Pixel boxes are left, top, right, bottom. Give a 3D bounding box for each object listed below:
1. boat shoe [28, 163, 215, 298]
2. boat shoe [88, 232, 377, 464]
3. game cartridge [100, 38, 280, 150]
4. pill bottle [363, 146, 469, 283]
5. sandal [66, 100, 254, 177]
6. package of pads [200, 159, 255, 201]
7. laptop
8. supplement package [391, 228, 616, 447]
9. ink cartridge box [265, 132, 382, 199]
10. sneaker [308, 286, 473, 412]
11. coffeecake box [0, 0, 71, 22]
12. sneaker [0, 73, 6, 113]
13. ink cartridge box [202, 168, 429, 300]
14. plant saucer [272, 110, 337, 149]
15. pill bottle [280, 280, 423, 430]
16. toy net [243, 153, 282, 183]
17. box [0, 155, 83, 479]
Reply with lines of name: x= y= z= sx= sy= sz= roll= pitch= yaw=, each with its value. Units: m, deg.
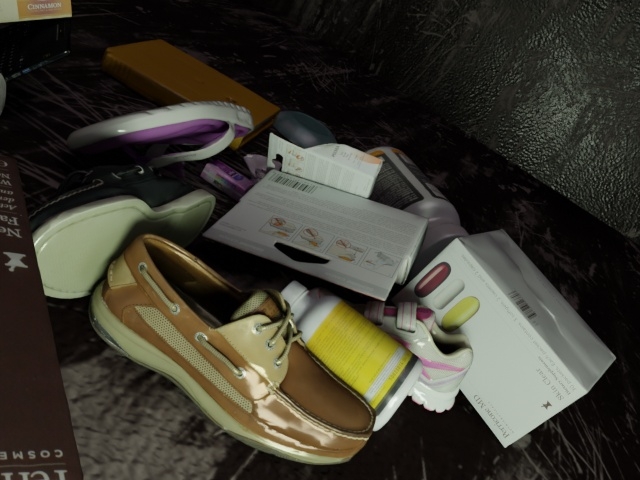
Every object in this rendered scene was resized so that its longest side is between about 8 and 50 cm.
boat shoe: x=-0.243 y=-0.032 z=0.739 sx=0.113 sy=0.127 sz=0.340 roll=35 pitch=22 yaw=9
boat shoe: x=-0.082 y=0.108 z=0.666 sx=0.324 sy=0.120 sz=0.122 roll=31 pitch=24 yaw=-2
game cartridge: x=-0.264 y=-0.315 z=1.365 sx=0.324 sy=0.052 sz=0.285 roll=29 pitch=24 yaw=0
pill bottle: x=0.156 y=-0.040 z=1.190 sx=0.162 sy=0.162 sz=0.278 roll=14 pitch=30 yaw=-36
sandal: x=-0.213 y=-0.155 z=1.031 sx=0.416 sy=0.169 sz=0.102 roll=-28 pitch=103 yaw=-63
package of pads: x=-0.155 y=-0.101 z=1.093 sx=0.083 sy=0.032 sz=0.050 roll=34 pitch=21 yaw=5
laptop: x=-0.516 y=-0.315 z=0.936 sx=0.234 sy=0.264 sz=0.136 roll=-117 pitch=-177 yaw=-49
supplement package: x=0.273 y=0.132 z=0.965 sx=0.262 sy=0.145 sz=0.204 roll=52 pitch=30 yaw=19
ink cartridge box: x=0.001 y=-0.112 z=1.064 sx=0.179 sy=0.145 sz=0.045 roll=26 pitch=62 yaw=6
sneaker: x=0.095 y=0.120 z=0.865 sx=0.252 sy=0.111 sz=0.103 roll=28 pitch=24 yaw=-9
coffeecake box: x=-0.486 y=-0.395 z=0.987 sx=0.142 sy=0.068 sz=0.185 roll=-20 pitch=44 yaw=-35
sneaker: x=-0.512 y=-0.197 z=0.708 sx=0.182 sy=0.127 sz=0.315 roll=21 pitch=-1 yaw=2
ink cartridge box: x=0.000 y=0.000 z=0.961 sx=0.275 sy=0.060 sz=0.239 roll=19 pitch=36 yaw=13
plant saucer: x=-0.029 y=-0.266 z=1.559 sx=0.195 sy=0.037 sz=0.195 roll=27 pitch=25 yaw=-13
pill bottle: x=0.021 y=0.130 z=0.766 sx=0.184 sy=0.103 sz=0.103 roll=36 pitch=24 yaw=9
toy net: x=-0.062 y=-0.069 z=1.139 sx=0.232 sy=0.045 sz=0.122 roll=38 pitch=43 yaw=20
box: x=-0.305 y=0.073 z=0.448 sx=0.191 sy=0.143 sz=0.381 roll=11 pitch=33 yaw=-40
